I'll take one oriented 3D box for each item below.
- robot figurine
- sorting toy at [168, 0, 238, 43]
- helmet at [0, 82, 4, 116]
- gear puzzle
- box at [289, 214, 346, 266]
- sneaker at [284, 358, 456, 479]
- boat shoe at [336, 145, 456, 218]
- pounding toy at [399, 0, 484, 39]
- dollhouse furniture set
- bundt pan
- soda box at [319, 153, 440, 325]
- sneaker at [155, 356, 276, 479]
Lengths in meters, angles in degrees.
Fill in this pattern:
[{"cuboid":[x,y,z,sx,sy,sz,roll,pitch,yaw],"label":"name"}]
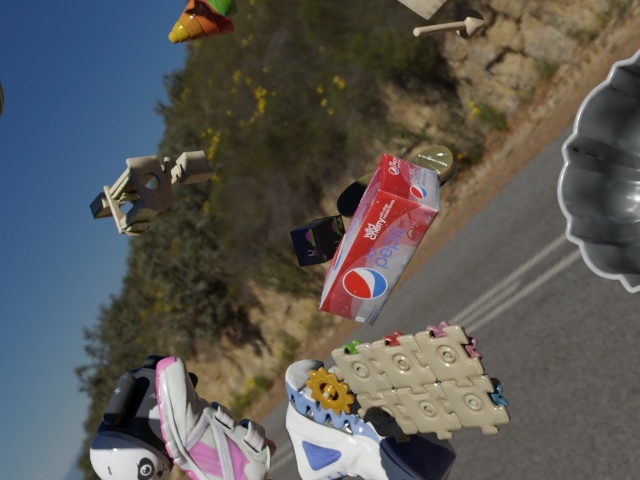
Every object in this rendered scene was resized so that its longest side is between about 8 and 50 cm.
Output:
[{"cuboid":[-0.348,0.370,1.893,0.173,0.209,0.278,-38,25,53],"label":"robot figurine"},{"cuboid":[-0.247,-0.460,1.842,0.126,0.127,0.365,-37,3,-8],"label":"sorting toy"},{"cuboid":[-0.761,-0.303,2.015,0.169,0.169,0.161,-59,-3,-32],"label":"helmet"},{"cuboid":[0.112,0.208,1.352,0.338,0.176,0.044,-17,18,43],"label":"gear puzzle"},{"cuboid":[0.000,0.000,1.503,0.052,0.062,0.083,-9,10,36],"label":"box"},{"cuboid":[0.063,0.347,1.555,0.127,0.315,0.182,-33,-33,-49],"label":"sneaker"},{"cuboid":[0.139,-0.089,1.651,0.223,0.073,0.080,-27,56,14],"label":"boat shoe"},{"cuboid":[0.167,-0.377,1.342,0.094,0.206,0.181,-43,26,42],"label":"pounding toy"},{"cuboid":[-0.290,-0.066,1.659,0.160,0.101,0.182,-11,-17,-39],"label":"dollhouse furniture set"},{"cuboid":[0.462,-0.086,1.155,0.330,0.124,0.331,-21,63,49],"label":"bundt pan"},{"cuboid":[0.082,0.005,1.354,0.083,0.092,0.263,-79,10,-47],"label":"soda box"},{"cuboid":[-0.116,0.240,1.109,0.111,0.252,0.103,-25,17,-7],"label":"sneaker"}]
